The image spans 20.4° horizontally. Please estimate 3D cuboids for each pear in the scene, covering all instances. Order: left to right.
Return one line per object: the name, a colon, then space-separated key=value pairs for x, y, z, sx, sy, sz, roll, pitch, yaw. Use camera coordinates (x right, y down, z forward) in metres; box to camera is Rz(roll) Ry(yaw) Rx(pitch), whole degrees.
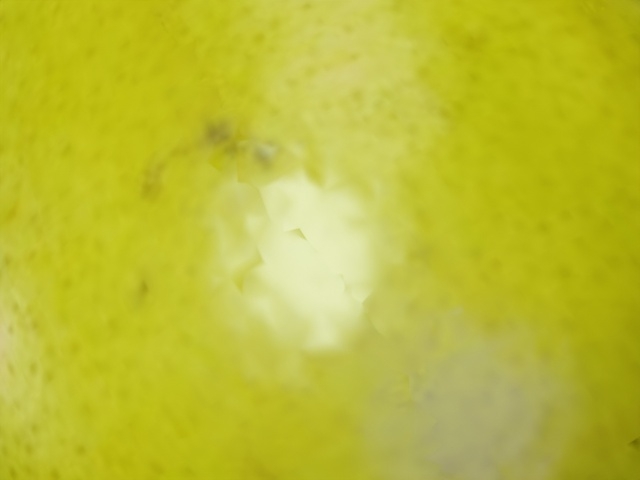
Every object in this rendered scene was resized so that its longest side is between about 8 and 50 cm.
pear: x=-0.007 y=0.011 z=0.506 sx=0.336 sy=0.285 sz=0.285 roll=34 pitch=95 yaw=3
